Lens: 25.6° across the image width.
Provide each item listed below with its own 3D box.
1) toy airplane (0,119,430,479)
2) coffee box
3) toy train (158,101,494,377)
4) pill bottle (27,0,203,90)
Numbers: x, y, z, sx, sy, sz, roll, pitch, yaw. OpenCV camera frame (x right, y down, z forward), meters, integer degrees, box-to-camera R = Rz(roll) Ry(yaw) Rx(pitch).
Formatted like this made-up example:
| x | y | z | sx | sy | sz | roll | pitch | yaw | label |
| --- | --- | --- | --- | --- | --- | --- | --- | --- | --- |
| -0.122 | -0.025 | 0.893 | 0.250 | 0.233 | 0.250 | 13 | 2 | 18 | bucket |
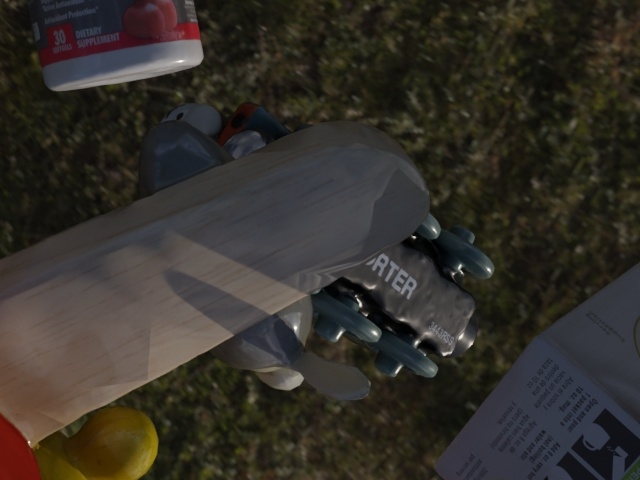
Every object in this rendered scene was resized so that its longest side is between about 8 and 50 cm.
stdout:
| x | y | z | sx | sy | sz | roll | pitch | yaw | label |
| --- | --- | --- | --- | --- | --- | --- | --- | --- | --- |
| -0.181 | 0.089 | 0.627 | 0.386 | 0.272 | 0.384 | 15 | 102 | -13 | toy airplane |
| 0.193 | 0.134 | 0.626 | 0.141 | 0.246 | 0.098 | -24 | 152 | -52 | coffee box |
| 0.000 | 0.000 | 1.144 | 0.334 | 0.190 | 0.142 | 37 | 79 | -46 | toy train |
| -0.238 | -0.330 | 1.507 | 0.176 | 0.176 | 0.318 | -13 | 95 | -24 | pill bottle |
